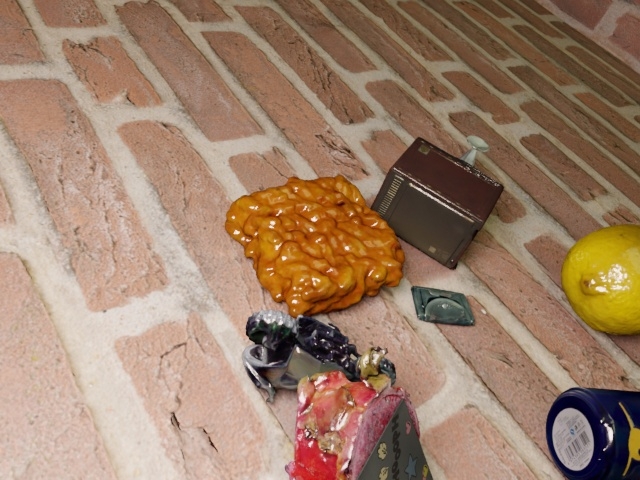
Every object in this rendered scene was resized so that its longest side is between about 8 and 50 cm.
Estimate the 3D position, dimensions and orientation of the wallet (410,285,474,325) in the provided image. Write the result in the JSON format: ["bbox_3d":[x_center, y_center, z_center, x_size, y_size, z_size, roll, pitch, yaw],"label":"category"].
[{"bbox_3d":[0.256,0.136,1.154,0.129,0.026,0.088,9,44,-15],"label":"wallet"}]

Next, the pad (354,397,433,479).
[{"bbox_3d":[0.113,0.364,0.751,0.006,0.245,0.170,-3,28,38],"label":"pad"}]

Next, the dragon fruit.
[{"bbox_3d":[0.043,0.288,0.788,0.211,0.147,0.282,-8,92,-52],"label":"dragon fruit"}]

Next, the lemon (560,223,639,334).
[{"bbox_3d":[0.678,0.087,1.230,0.284,0.260,0.260,-29,63,-30],"label":"lemon"}]

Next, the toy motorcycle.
[{"bbox_3d":[-0.015,0.204,0.900,0.271,0.159,0.106,29,34,-19],"label":"toy motorcycle"}]

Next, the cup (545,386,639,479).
[{"bbox_3d":[0.552,0.378,0.938,0.257,0.178,0.254,7,44,-14],"label":"cup"}]

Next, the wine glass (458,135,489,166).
[{"bbox_3d":[0.373,-0.195,1.441,0.073,0.155,0.073,14,40,-12],"label":"wine glass"}]

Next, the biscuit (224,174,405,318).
[{"bbox_3d":[0.000,0.000,1.118,0.318,0.110,0.312,-12,51,-33],"label":"biscuit"}]

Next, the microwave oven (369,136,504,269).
[{"bbox_3d":[0.263,-0.089,1.269,0.248,0.178,0.188,32,43,8],"label":"microwave oven"}]
